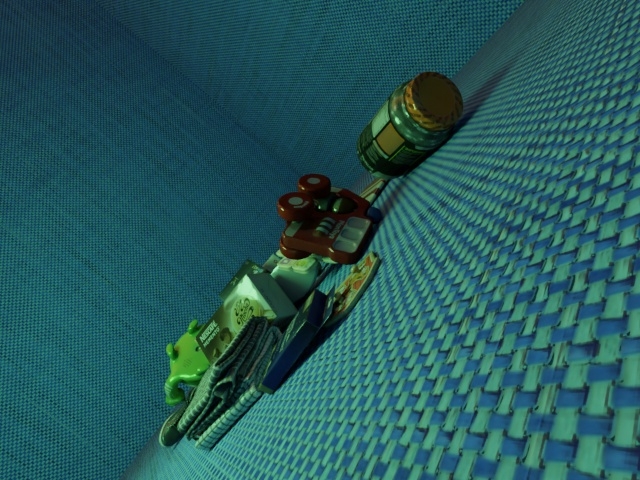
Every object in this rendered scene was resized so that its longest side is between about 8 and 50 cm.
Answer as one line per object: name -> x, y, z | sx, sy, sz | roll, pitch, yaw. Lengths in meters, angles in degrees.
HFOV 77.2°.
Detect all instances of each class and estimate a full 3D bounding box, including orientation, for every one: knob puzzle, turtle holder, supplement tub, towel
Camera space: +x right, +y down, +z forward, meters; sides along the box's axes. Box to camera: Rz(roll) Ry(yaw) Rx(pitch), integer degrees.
knob puzzle -> 0.050, 0.102, 0.823 | 0.213, 0.030, 0.213 | -50, 5, 5
turtle holder -> -0.482, 0.511, 1.640 | 0.227, 0.244, 0.320 | 81, -167, -47
supplement tub -> 0.261, -0.337, 1.213 | 0.207, 0.207, 0.338 | -52, 5, -22
towel -> 0.171, -0.142, 1.634 | 0.329, 0.037, 0.237 | -54, 8, -24
towel -> -0.225, 0.341, 1.005 | 0.235, 0.121, 0.283 | -50, 4, 18

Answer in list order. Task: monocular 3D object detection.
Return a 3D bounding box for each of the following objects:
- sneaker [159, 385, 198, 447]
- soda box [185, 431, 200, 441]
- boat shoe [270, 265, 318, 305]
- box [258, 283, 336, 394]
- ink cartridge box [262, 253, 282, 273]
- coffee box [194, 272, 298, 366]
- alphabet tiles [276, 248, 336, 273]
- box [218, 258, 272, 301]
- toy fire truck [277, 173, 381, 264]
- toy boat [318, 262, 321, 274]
sneaker -> -0.484, 0.627, 1.450 | 0.163, 0.086, 0.226 | -50, 2, 44
soda box -> -0.297, 0.463, 1.100 | 0.053, 0.060, 0.169 | -47, 5, 29
boat shoe -> -0.112, 0.175, 1.354 | 0.367, 0.136, 0.156 | -56, -8, 22
box -> -0.045, 0.188, 0.813 | 0.225, 0.037, 0.136 | -55, 6, 19
ink cartridge box -> -0.214, 0.209, 1.667 | 0.232, 0.171, 0.168 | -52, 4, -24
coffee box -> -0.229, 0.260, 1.225 | 0.297, 0.168, 0.119 | -48, -25, 19
alphabet tiles -> 0.000, 0.000, 1.229 | 0.278, 0.021, 0.284 | 5, 41, 46
box -> -0.273, 0.171, 1.470 | 0.183, 0.059, 0.233 | -54, 25, -11
toy fire truck -> 0.030, -0.056, 1.130 | 0.302, 0.254, 0.169 | -54, -27, -48
toy boat -> -0.018, 0.054, 1.415 | 0.231, 0.151, 0.151 | 137, 141, -64
